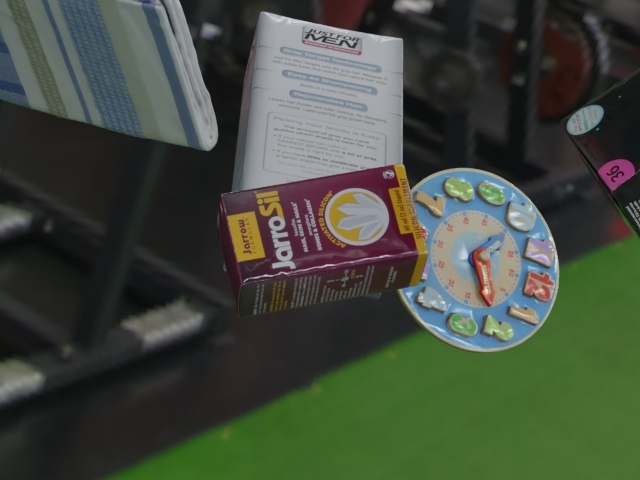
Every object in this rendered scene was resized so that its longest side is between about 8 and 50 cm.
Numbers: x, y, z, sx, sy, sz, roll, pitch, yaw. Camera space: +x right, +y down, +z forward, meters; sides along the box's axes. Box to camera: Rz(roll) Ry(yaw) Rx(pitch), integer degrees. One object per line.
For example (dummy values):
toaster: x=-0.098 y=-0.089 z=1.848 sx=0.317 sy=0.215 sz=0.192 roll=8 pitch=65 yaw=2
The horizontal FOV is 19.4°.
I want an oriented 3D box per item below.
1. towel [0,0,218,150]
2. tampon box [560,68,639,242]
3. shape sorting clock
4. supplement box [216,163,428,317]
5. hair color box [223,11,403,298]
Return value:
towel: x=-0.235 y=-0.192 z=1.808 sx=0.285 sy=0.209 sz=0.034 roll=15 pitch=51 yaw=29
tampon box: x=0.300 y=-0.081 z=1.523 sx=0.101 sy=0.161 sz=0.120 roll=52 pitch=6 yaw=-33
shape sorting clock: x=0.168 y=0.020 z=2.026 sx=0.206 sy=0.206 sz=0.040 roll=10 pitch=-19 yaw=-25
supplement box: x=0.000 y=0.000 z=1.843 sx=0.188 sy=0.081 sz=0.104 roll=-10 pitch=65 yaw=-10
hair color box: x=-0.004 y=-0.109 z=2.230 sx=0.185 sy=0.114 sz=0.374 roll=11 pitch=41 yaw=-6
